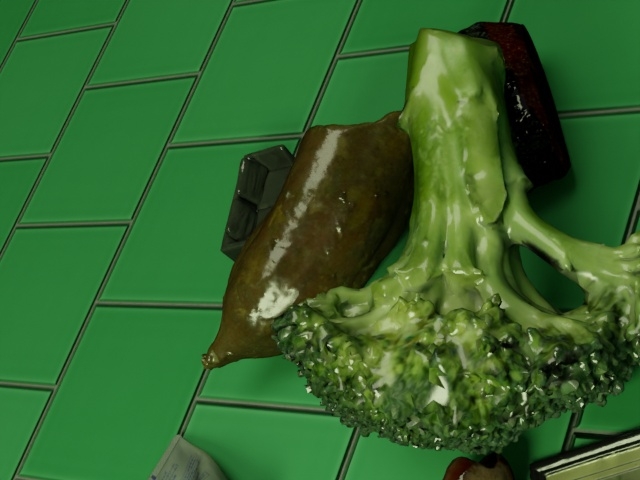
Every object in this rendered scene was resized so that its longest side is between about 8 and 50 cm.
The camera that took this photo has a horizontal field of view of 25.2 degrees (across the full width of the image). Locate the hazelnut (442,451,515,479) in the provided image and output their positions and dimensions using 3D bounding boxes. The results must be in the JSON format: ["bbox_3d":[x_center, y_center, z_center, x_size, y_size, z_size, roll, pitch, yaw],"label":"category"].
[{"bbox_3d":[0.143,0.234,1.326,0.086,0.086,0.086,-23,45,25],"label":"hazelnut"}]

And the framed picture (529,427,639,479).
[{"bbox_3d":[0.278,0.249,1.243,0.199,0.010,0.195,-23,46,25],"label":"framed picture"}]

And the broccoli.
[{"bbox_3d":[0.106,0.016,1.340,0.353,0.275,0.397,-27,73,-21],"label":"broccoli"}]

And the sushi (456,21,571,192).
[{"bbox_3d":[0.185,-0.141,1.548,0.126,0.136,0.225,-22,40,14],"label":"sushi"}]

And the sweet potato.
[{"bbox_3d":[0.000,0.000,1.586,0.158,0.158,0.369,26,87,48],"label":"sweet potato"}]

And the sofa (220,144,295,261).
[{"bbox_3d":[-0.066,-0.047,1.742,0.085,0.060,0.147,-11,51,34],"label":"sofa"}]

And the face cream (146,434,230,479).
[{"bbox_3d":[-0.136,0.285,1.543,0.114,0.070,0.224,-56,29,-12],"label":"face cream"}]
